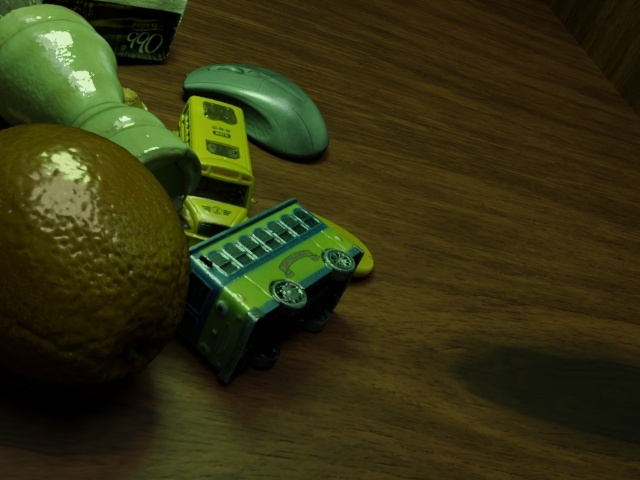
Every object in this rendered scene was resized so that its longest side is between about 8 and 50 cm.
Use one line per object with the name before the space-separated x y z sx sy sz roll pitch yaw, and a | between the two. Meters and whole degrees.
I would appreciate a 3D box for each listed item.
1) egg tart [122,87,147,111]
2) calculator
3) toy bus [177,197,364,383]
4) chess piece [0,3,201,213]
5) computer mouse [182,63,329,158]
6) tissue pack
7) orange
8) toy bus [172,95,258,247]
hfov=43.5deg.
egg tart | -0.412 -0.283 1.633 0.129 0.049 0.128 17 33 -12
calculator | 0.000 0.000 1.502 0.235 0.032 0.146 24 29 -24
toy bus | -0.089 0.071 1.277 0.190 0.152 0.312 38 36 16
chess piece | -0.394 -0.203 1.370 0.234 0.234 0.442 -12 47 -42
computer mouse | -0.139 -0.316 1.796 0.371 0.121 0.188 27 33 8
tissue pack | -0.498 -0.525 1.735 0.370 0.198 0.210 -7 47 -50
orange | -0.338 0.022 1.052 0.322 0.322 0.357 -16 60 -44
toy bus | -0.197 -0.120 1.462 0.144 0.152 0.330 13 36 -21
